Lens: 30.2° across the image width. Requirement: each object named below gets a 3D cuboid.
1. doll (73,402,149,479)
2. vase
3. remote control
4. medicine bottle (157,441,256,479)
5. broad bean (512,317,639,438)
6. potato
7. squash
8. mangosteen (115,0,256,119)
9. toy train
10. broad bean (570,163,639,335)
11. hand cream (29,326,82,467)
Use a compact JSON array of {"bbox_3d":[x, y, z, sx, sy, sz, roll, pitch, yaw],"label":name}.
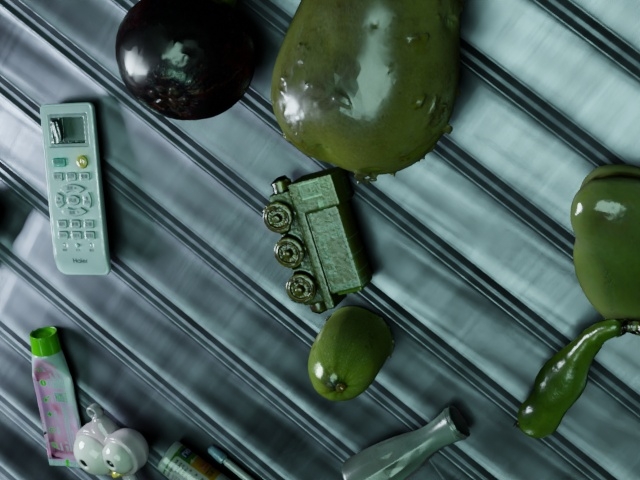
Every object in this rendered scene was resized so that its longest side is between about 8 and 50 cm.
[{"bbox_3d":[-0.335,0.451,2.103,0.160,0.094,0.365,-7,110,48],"label":"doll"},{"bbox_3d":[0.140,0.341,1.900,0.214,0.086,0.086,-36,91,22],"label":"vase"},{"bbox_3d":[-0.407,-0.086,1.996,0.103,0.051,0.293,0,103,21],"label":"remote control"},{"bbox_3d":[-0.171,0.424,2.060,0.220,0.061,0.092,35,96,7],"label":"medicine bottle"},{"bbox_3d":[0.373,0.204,1.737,0.098,0.056,0.318,58,138,15],"label":"broad bean"},{"bbox_3d":[0.081,-0.264,1.654,0.269,0.219,0.359,28,112,19],"label":"potato"},{"bbox_3d":[0.039,0.188,1.834,0.123,0.187,0.123,5,111,14],"label":"squash"},{"bbox_3d":[-0.201,-0.289,1.777,0.216,0.216,0.216,6,108,20],"label":"mangosteen"},{"bbox_3d":[0.000,0.000,1.841,0.137,0.090,0.225,-14,101,21],"label":"toy train"},{"bbox_3d":[0.448,0.013,1.666,0.189,0.121,0.263,-15,115,21],"label":"broad bean"},{"bbox_3d":[-0.477,0.291,2.149,0.079,0.050,0.275,15,119,44],"label":"hand cream"}]
